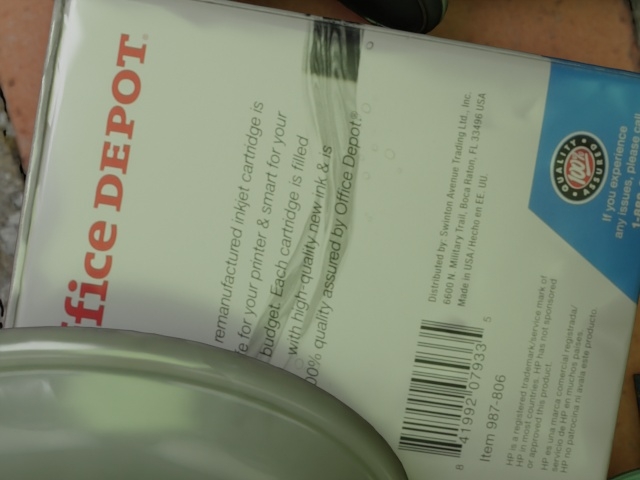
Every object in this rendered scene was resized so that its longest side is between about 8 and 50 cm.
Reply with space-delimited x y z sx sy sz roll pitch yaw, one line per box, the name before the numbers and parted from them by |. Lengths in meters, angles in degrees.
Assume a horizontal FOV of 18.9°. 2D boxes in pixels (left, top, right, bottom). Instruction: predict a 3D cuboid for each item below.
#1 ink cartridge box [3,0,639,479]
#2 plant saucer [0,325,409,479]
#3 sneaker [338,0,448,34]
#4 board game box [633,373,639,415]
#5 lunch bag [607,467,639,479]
ink cartridge box | 0.000 0.000 1.261 0.395 0.166 0.285 9 94 -11
plant saucer | -0.141 0.202 1.194 0.400 0.400 0.100 9 51 -11
sneaker | -0.012 -0.178 1.247 0.222 0.083 0.118 40 56 -29
board game box | 0.328 0.188 1.430 0.160 0.039 0.211 -11 99 -8
lunch bag | 0.156 0.279 1.319 0.279 0.108 0.224 -23 133 -19
